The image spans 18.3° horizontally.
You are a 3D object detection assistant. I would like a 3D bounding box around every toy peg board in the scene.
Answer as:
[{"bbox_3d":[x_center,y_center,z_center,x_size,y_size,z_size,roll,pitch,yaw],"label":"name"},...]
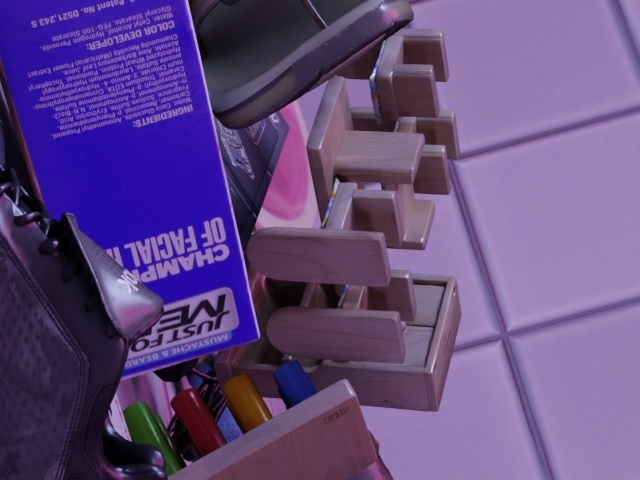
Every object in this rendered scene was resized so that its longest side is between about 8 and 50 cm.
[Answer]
[{"bbox_3d":[-0.056,0.137,1.356,0.079,0.161,0.161,58,-6,22],"label":"toy peg board"}]

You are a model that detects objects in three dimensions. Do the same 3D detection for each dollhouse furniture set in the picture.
[{"bbox_3d":[0.000,0.000,1.388,0.242,0.161,0.212,78,21,-43],"label":"dollhouse furniture set"}]

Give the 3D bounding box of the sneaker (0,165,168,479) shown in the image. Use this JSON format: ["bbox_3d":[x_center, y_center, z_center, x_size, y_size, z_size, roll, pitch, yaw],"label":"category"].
[{"bbox_3d":[-0.117,0.014,0.747,0.078,0.106,0.234,-106,180,-79],"label":"sneaker"}]

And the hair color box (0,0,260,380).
[{"bbox_3d":[-0.126,-0.105,1.087,0.185,0.110,0.339,-113,-172,-46],"label":"hair color box"}]

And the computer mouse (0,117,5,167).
[{"bbox_3d":[-0.172,-0.075,0.964,0.242,0.041,0.071,-105,179,-61],"label":"computer mouse"}]

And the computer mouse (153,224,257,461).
[{"bbox_3d":[-0.084,0.025,1.496,0.184,0.060,0.262,-55,140,-44],"label":"computer mouse"}]

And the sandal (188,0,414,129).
[{"bbox_3d":[-0.043,-0.144,1.158,0.086,0.120,0.303,58,-7,-26],"label":"sandal"}]

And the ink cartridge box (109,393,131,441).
[{"bbox_3d":[-0.115,0.107,0.875,0.135,0.056,0.099,-101,175,-73],"label":"ink cartridge box"}]

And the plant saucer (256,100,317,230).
[{"bbox_3d":[-0.095,-0.101,1.674,0.332,0.084,0.332,54,24,-38],"label":"plant saucer"}]

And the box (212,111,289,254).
[{"bbox_3d":[-0.114,-0.115,1.386,0.231,0.056,0.183,57,26,-24],"label":"box"}]

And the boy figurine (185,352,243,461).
[{"bbox_3d":[-0.095,0.074,1.772,0.177,0.092,0.285,65,13,-70],"label":"boy figurine"}]

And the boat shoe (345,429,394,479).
[{"bbox_3d":[-0.007,0.225,1.858,0.342,0.123,0.123,146,-69,-75],"label":"boat shoe"}]
